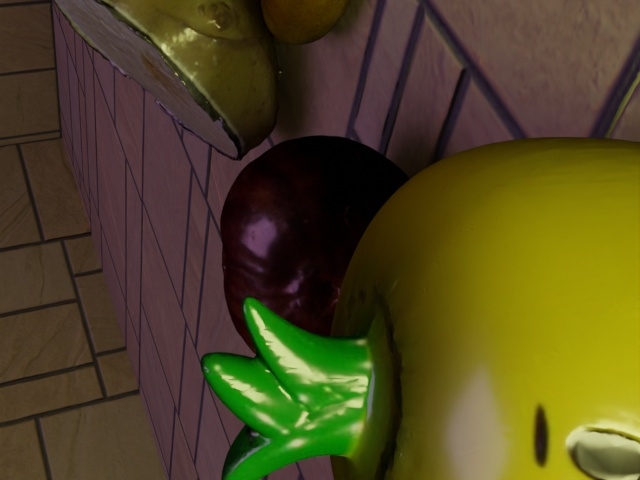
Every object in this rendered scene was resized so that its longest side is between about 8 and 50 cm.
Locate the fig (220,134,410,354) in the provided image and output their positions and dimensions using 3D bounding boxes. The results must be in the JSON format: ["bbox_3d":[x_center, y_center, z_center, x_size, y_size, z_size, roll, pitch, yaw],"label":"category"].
[{"bbox_3d":[0.015,-0.002,0.793,0.249,0.186,0.204,-68,-39,-66],"label":"fig"}]

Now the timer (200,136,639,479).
[{"bbox_3d":[0.073,0.075,0.444,0.285,0.285,0.285,169,90,-69],"label":"timer"}]

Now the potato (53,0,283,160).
[{"bbox_3d":[-0.138,-0.254,1.021,0.299,0.196,0.246,42,172,11],"label":"potato"}]

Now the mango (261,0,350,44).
[{"bbox_3d":[-0.018,-0.263,0.811,0.228,0.099,0.136,94,151,-54],"label":"mango"}]
